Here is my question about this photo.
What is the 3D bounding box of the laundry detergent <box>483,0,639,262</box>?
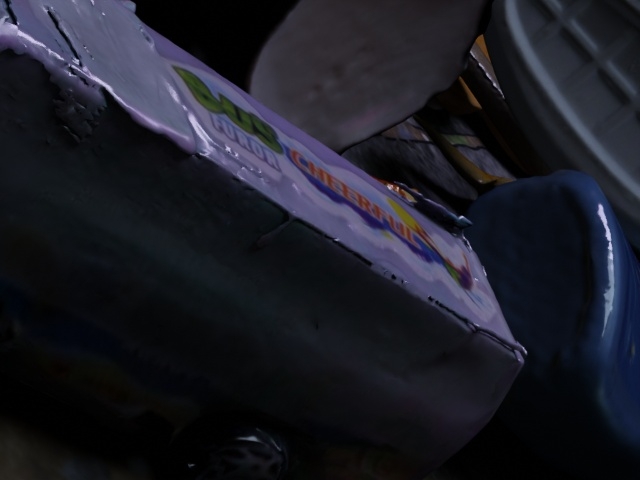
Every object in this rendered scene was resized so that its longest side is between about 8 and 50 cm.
[{"bbox_3d":[0.254,-0.031,1.179,0.264,0.125,0.398,52,9,31],"label":"laundry detergent"}]

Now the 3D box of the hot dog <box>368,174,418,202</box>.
[{"bbox_3d":[0.000,0.000,0.876,0.104,0.076,0.250,59,21,21],"label":"hot dog"}]

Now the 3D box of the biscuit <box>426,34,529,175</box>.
[{"bbox_3d":[0.093,-0.175,1.350,0.340,0.047,0.216,49,33,-26],"label":"biscuit"}]

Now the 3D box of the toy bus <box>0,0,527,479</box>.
[{"bbox_3d":[-0.060,0.004,0.664,0.317,0.138,0.112,32,26,-42],"label":"toy bus"}]

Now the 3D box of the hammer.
[{"bbox_3d":[0.185,-0.012,1.247,0.365,0.043,0.111,54,14,0],"label":"hammer"}]

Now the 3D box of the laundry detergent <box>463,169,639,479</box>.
[{"bbox_3d":[0.169,0.082,0.993,0.290,0.094,0.143,44,34,-50],"label":"laundry detergent"}]

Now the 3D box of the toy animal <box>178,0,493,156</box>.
[{"bbox_3d":[-0.024,-0.179,1.000,0.187,0.165,0.235,-1,54,-42],"label":"toy animal"}]

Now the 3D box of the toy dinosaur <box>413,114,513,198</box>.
[{"bbox_3d":[0.119,-0.033,1.212,0.162,0.039,0.126,54,15,-6],"label":"toy dinosaur"}]
